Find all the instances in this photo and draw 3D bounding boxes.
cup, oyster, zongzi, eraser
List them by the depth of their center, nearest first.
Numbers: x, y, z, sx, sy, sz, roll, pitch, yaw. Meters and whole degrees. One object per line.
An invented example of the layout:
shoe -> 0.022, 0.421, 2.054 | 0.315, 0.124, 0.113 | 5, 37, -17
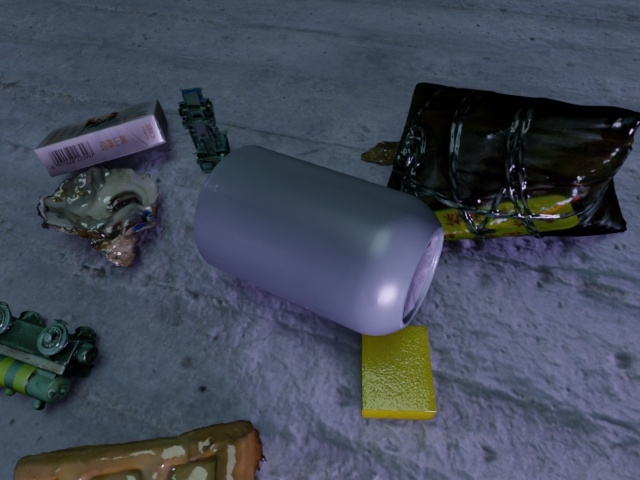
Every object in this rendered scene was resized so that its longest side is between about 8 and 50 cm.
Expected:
eraser -> 0.104, 0.181, 0.570 | 0.097, 0.045, 0.122 | -1, 55, 5
cup -> 0.000, 0.000, 0.588 | 0.312, 0.205, 0.205 | 22, 61, 25
zongzi -> 0.314, -0.090, 0.652 | 0.384, 0.362, 0.318 | 11, 78, 50
oyster -> -0.396, -0.062, 0.762 | 0.214, 0.083, 0.222 | 21, 43, 9
oyster -> 0.130, -0.178, 0.813 | 0.093, 0.034, 0.051 | -29, 51, -8

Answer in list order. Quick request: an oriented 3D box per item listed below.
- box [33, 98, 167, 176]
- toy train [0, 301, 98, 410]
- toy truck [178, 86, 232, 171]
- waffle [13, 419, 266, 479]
box -> -0.443, -0.219, 0.850 | 0.233, 0.067, 0.149 | -20, 37, -8
toy train -> -0.443, 0.175, 0.614 | 0.200, 0.083, 0.132 | 13, 70, 14
toy truck -> -0.224, -0.221, 0.793 | 0.067, 0.175, 0.081 | -6, 50, 3
waffle -> -0.211, 0.393, 0.444 | 0.305, 0.077, 0.348 | -7, 56, 0
